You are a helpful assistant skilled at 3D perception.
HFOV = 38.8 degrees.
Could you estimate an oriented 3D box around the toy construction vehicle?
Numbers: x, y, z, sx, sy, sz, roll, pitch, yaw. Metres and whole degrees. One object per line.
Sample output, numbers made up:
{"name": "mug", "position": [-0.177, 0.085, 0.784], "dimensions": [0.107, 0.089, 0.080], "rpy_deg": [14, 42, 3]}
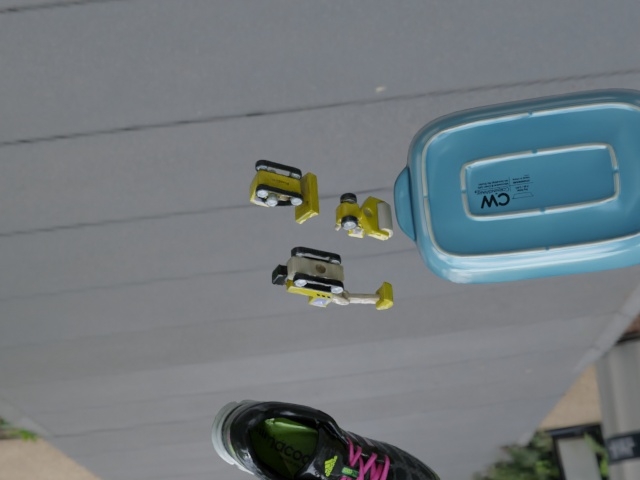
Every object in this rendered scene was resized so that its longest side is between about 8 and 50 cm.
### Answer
{"name": "toy construction vehicle", "position": [0.000, 0.000, 0.575], "dimensions": [0.098, 0.086, 0.035], "rpy_deg": [11, 145, -26]}

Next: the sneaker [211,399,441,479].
{"name": "sneaker", "position": [0.008, 0.152, 0.611], "dimensions": [0.170, 0.063, 0.075], "rpy_deg": [23, 166, -2]}

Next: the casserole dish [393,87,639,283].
{"name": "casserole dish", "position": [0.135, -0.035, 0.559], "dimensions": [0.188, 0.114, 0.037], "rpy_deg": [-7, 175, 16]}
